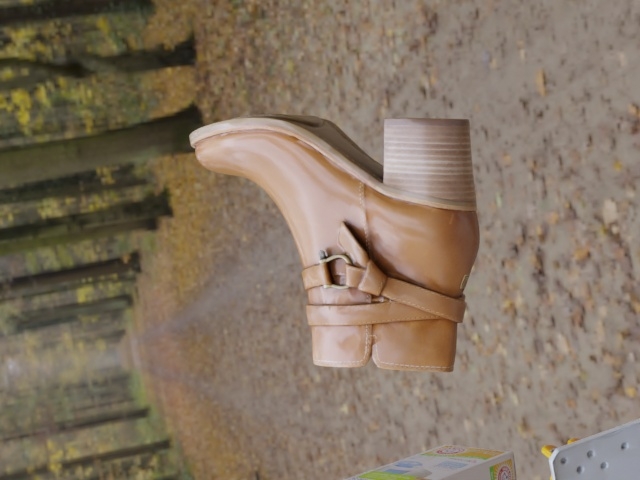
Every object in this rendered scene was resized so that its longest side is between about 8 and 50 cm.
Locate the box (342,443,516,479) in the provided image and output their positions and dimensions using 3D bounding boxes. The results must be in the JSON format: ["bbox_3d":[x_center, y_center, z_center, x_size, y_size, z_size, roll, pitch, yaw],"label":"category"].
[{"bbox_3d":[0.138,0.323,1.205,0.114,0.203,0.103,-5,91,46],"label":"box"}]

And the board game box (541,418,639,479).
[{"bbox_3d":[0.540,0.421,1.489,0.050,0.389,0.390,-142,37,-71],"label":"board game box"}]

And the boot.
[{"bbox_3d":[0.000,0.000,0.607,0.197,0.073,0.152,6,98,31],"label":"boot"}]
